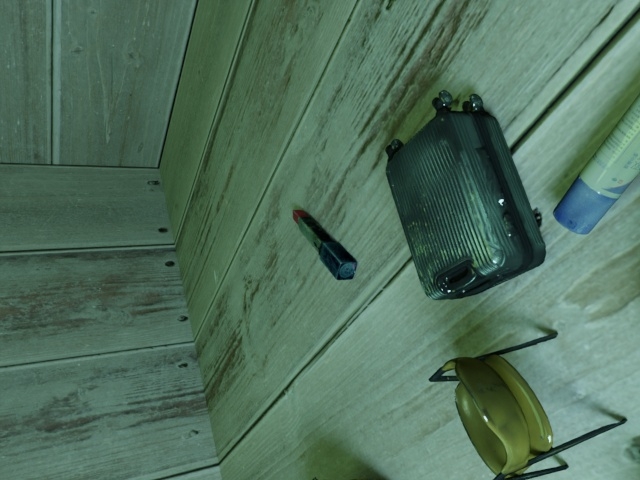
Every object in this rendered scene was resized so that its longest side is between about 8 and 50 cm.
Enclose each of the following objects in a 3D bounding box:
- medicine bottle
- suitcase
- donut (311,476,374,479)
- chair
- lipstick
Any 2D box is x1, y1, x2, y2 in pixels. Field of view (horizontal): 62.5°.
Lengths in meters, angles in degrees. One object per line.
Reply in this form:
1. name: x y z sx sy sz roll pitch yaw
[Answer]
1. medicine bottle: 0.382 -0.110 0.661 0.059 0.059 0.231 61 142 39
2. suitcase: 0.228 -0.066 0.870 0.202 0.128 0.313 -43 55 54
3. donut: 0.112 0.700 1.113 0.435 0.163 0.378 7 97 63
4. chair: 0.256 0.232 0.723 0.159 0.246 0.173 63 144 38
5. lipstick: 0.000 0.000 1.374 0.312 0.051 0.051 49 134 52
